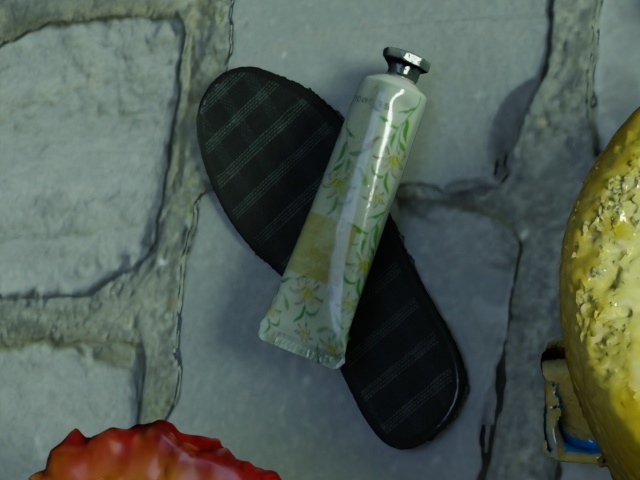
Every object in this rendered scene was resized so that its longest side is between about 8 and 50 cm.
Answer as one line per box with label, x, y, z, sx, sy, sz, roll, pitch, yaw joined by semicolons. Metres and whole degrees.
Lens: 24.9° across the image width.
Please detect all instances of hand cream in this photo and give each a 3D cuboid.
hand cream;0.019;-0.022;0.877;0.067;0.042;0.195;19;87;30

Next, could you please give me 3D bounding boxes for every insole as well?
insole;0.000;0.000;0.916;0.110;0.012;0.309;-42;56;21

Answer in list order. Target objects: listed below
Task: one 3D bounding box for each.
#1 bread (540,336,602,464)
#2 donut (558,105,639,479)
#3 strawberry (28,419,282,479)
bread;0.166;0.081;0.739;0.106;0.053;0.072;-2;88;35
donut;0.228;0.027;0.626;0.277;0.108;0.278;-8;69;22
strawberry;-0.059;0.246;0.828;0.336;0.149;0.265;-4;69;27
